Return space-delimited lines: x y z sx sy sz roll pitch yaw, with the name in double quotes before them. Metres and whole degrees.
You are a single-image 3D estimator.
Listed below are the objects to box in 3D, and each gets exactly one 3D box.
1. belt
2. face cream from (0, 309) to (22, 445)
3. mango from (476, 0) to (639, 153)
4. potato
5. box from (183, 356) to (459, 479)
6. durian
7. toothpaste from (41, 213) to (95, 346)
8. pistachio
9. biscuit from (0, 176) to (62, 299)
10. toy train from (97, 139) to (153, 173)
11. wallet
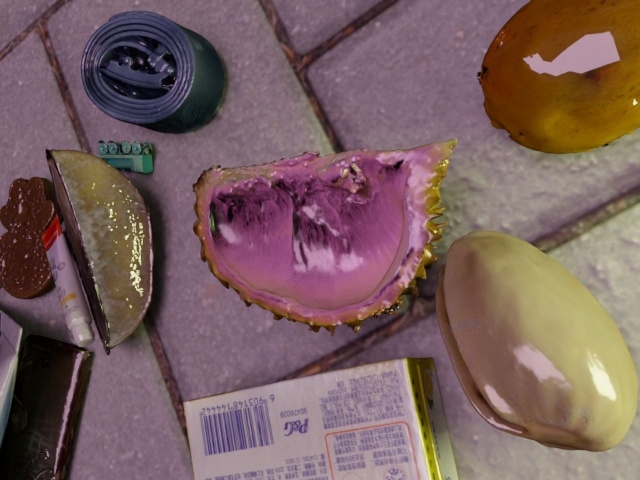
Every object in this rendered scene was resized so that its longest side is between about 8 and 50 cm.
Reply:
"belt" -0.218 -0.216 0.840 0.190 0.082 0.141 19 95 24
"face cream" -0.492 0.298 0.876 0.234 0.137 0.420 10 85 52
"mango" 0.269 -0.170 0.590 0.248 0.151 0.156 -20 107 15
"potato" -0.270 0.004 0.847 0.120 0.100 0.261 -3 103 67
"box" -0.001 0.224 0.678 0.265 0.097 0.168 -18 77 22
"durian" -0.001 0.000 0.706 0.341 0.112 0.191 -4 91 32
"toothpaste" -0.333 0.053 0.854 0.048 0.031 0.190 -45 59 30
"pistachio" 0.188 0.093 0.597 0.152 0.126 0.223 -29 63 -17
"biscuit" -0.414 -0.003 0.934 0.124 0.026 0.175 -2 83 21
"toy train" -0.264 -0.114 0.879 0.092 0.029 0.045 4 101 29
"wallet" -0.383 0.251 0.886 0.121 0.031 0.232 10 88 23
